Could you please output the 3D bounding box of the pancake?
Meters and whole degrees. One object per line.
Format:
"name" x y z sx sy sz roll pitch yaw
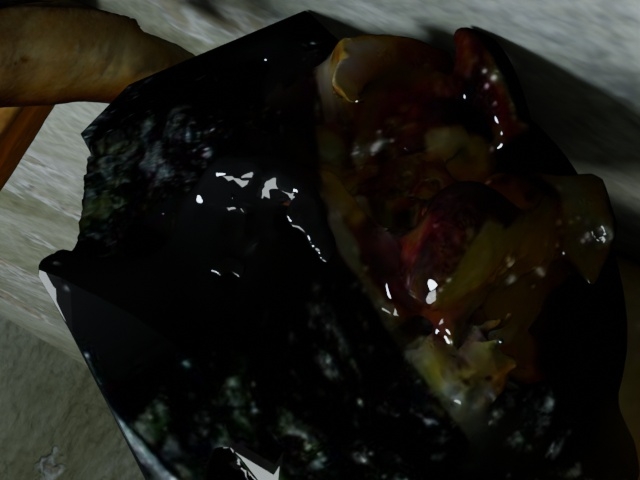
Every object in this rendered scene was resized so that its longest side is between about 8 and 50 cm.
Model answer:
"pancake" -0.192 -0.075 0.870 0.257 0.056 0.212 -11 178 4

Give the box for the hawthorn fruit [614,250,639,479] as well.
"hawthorn fruit" 0.110 0.151 0.991 0.267 0.301 0.268 32 174 4

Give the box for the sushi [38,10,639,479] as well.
"sushi" 0.027 0.027 0.800 0.227 0.212 0.215 -81 -31 -69

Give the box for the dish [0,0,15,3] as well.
"dish" -0.250 -0.163 0.863 0.273 0.134 0.273 28 169 6

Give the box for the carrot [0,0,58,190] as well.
"carrot" -0.251 -0.120 1.043 0.225 0.159 0.159 38 168 -6
